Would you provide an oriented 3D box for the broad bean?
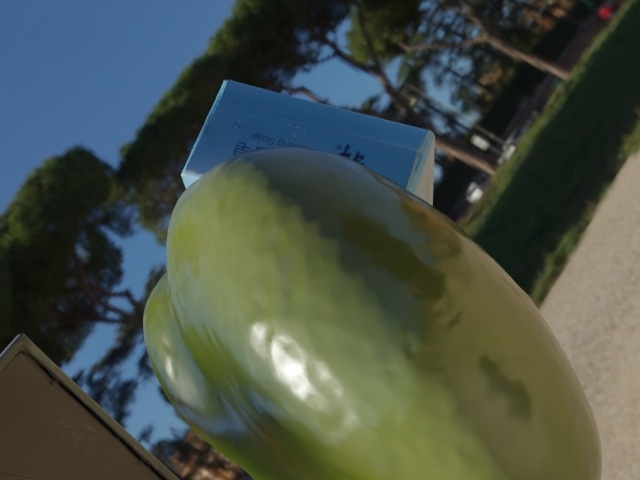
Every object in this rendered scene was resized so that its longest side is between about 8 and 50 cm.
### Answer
[{"bbox_3d":[0.010,0.063,0.534,0.119,0.238,0.291,-35,26,-24],"label":"broad bean"}]

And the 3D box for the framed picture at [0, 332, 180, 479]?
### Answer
[{"bbox_3d":[-0.283,0.272,1.166,0.016,0.289,0.213,-17,31,55],"label":"framed picture"}]

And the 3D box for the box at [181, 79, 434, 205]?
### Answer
[{"bbox_3d":[0.000,0.000,0.766,0.232,0.143,0.083,83,-155,-60],"label":"box"}]
